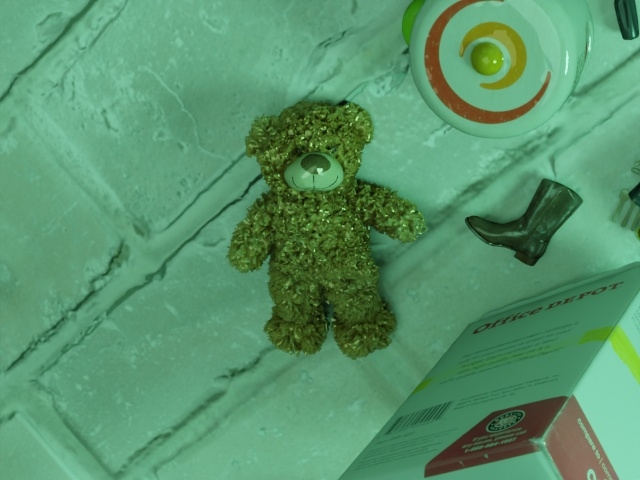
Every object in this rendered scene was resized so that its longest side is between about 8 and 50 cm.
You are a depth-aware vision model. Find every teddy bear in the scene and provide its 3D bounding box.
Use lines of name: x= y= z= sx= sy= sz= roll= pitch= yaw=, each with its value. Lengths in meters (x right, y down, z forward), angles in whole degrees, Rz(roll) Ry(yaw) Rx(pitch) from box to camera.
teddy bear: x=0.000 y=0.000 z=1.845 sx=0.245 sy=0.113 sz=0.338 roll=19 pitch=116 yaw=12

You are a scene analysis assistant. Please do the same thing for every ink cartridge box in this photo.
ink cartridge box: x=0.235 y=0.207 z=1.655 sx=0.279 sy=0.385 sz=0.160 roll=-22 pitch=104 yaw=39

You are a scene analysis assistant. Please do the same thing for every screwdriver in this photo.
screwdriver: x=0.330 y=-0.306 z=1.649 sx=0.024 sy=0.025 sz=0.170 roll=-8 pitch=99 yaw=25

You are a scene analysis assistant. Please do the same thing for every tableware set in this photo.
tableware set: x=0.403 y=-0.059 z=1.709 sx=0.104 sy=0.024 sz=0.154 roll=25 pitch=117 yaw=11

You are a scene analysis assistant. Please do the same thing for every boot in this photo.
boot: x=0.243 y=-0.037 z=1.774 sx=0.106 sy=0.037 sz=0.114 roll=28 pitch=122 yaw=-5

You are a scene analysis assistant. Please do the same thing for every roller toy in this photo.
roller toy: x=0.202 y=-0.217 z=1.656 sx=0.209 sy=0.146 sz=0.191 roll=-30 pitch=97 yaw=28

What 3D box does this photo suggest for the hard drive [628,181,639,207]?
hard drive: x=0.428 y=-0.069 z=1.671 sx=0.094 sy=0.022 sz=0.135 roll=37 pitch=112 yaw=-16
